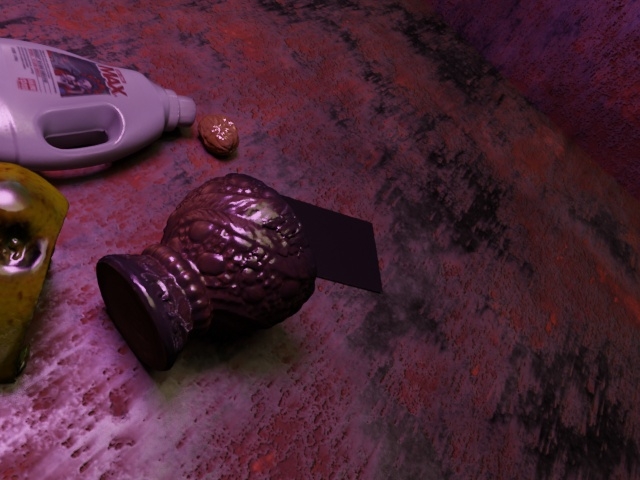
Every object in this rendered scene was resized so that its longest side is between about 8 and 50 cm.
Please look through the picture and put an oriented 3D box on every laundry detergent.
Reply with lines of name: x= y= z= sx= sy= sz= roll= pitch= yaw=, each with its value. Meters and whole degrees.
laundry detergent: x=-0.421 y=-0.240 z=1.065 sx=0.398 sy=0.125 sz=0.264 roll=-4 pitch=58 yaw=-40

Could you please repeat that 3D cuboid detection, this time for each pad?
pad: x=0.000 y=0.000 z=1.247 sx=0.300 sy=0.005 sz=0.202 roll=15 pitch=49 yaw=-25

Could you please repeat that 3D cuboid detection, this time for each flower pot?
flower pot: x=-0.187 y=0.058 z=0.905 sx=0.267 sy=0.266 sz=0.266 roll=-32 pitch=78 yaw=-34

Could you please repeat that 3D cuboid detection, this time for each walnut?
walnut: x=-0.219 y=-0.230 z=1.228 sx=0.096 sy=0.082 sz=0.079 roll=52 pitch=16 yaw=13

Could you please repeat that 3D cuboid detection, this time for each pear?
pear: x=-0.434 y=0.035 z=0.739 sx=0.164 sy=0.255 sz=0.238 roll=17 pitch=53 yaw=-25
